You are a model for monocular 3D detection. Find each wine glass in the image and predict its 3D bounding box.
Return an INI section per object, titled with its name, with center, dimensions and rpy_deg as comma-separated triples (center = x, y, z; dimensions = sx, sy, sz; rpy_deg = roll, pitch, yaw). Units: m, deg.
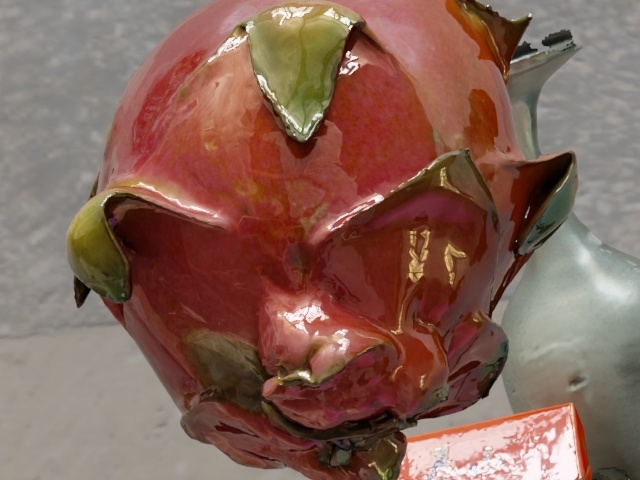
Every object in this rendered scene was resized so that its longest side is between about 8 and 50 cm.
[wine glass]
center = 0.160, 0.026, 1.150
dimensions = 0.143, 0.143, 0.321
rpy_deg = -21, 95, 20

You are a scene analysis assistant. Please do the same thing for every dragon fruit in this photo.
[dragon fruit]
center = -0.001, -0.004, 0.777
dimensions = 0.224, 0.224, 0.227
rpy_deg = 8, 60, 20

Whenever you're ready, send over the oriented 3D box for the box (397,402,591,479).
[box]
center = 0.094, 0.207, 0.992
dimensions = 0.139, 0.035, 0.245
rpy_deg = -13, 44, 15
